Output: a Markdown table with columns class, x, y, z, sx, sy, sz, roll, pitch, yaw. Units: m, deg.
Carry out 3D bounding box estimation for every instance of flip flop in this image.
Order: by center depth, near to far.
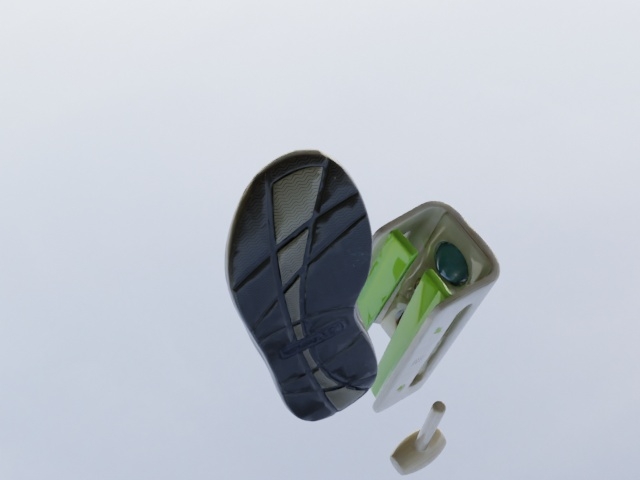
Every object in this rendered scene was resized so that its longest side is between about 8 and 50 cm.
| class | x | y | z | sx | sy | sz | roll | pitch | yaw |
| --- | --- | --- | --- | --- | --- | --- | --- | --- | --- |
| flip flop | -0.014 | 0.038 | 0.794 | 0.112 | 0.277 | 0.080 | -22 | -132 | -7 |

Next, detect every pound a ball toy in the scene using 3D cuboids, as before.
| class | x | y | z | sx | sy | sz | roll | pitch | yaw |
| --- | --- | --- | --- | --- | --- | --- | --- | --- | --- |
| pound a ball toy | 0.132 | 0.125 | 1.259 | 0.135 | 0.319 | 0.208 | -27 | -114 | -30 |
